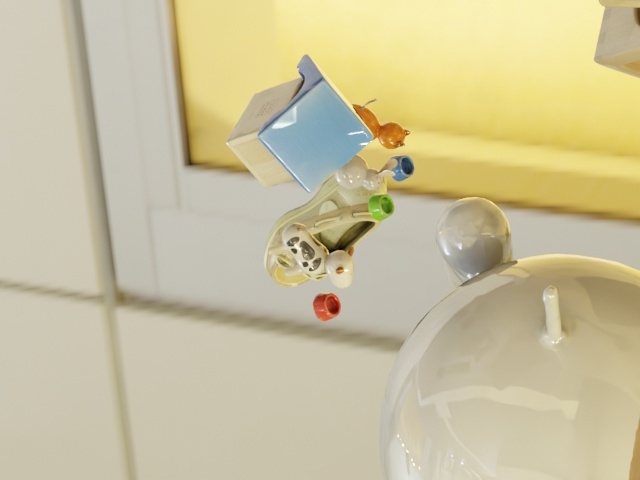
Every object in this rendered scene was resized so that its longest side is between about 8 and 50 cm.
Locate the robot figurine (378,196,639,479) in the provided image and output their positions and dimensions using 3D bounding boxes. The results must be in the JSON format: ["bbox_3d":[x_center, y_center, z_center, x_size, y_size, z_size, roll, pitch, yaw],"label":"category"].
[{"bbox_3d":[0.136,0.123,1.078,0.200,0.300,0.353,-23,166,-2],"label":"robot figurine"}]

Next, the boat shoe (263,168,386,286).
[{"bbox_3d":[0.002,0.000,1.446,0.056,0.153,0.048,20,-129,-27],"label":"boat shoe"}]

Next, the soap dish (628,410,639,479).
[{"bbox_3d":[0.237,0.067,0.682,0.229,0.118,0.291,5,-108,27],"label":"soap dish"}]

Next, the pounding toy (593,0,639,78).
[{"bbox_3d":[0.226,-0.137,0.949,0.181,0.094,0.206,16,172,-18],"label":"pounding toy"}]

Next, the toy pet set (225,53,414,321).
[{"bbox_3d":[0.016,-0.041,0.954,0.065,0.114,0.122,-15,-143,42],"label":"toy pet set"}]
